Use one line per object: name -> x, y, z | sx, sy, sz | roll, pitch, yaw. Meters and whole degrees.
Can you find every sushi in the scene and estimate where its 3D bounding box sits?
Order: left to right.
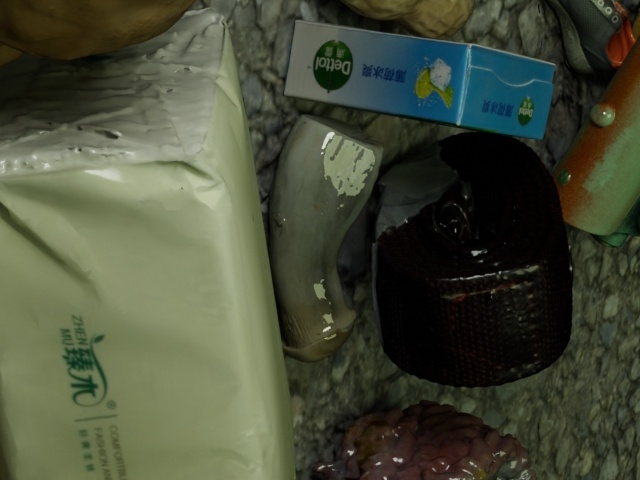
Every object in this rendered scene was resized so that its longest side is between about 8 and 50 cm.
sushi -> 0.111, 0.288, 1.899 | 0.236, 0.171, 0.270 | -52, 138, -29

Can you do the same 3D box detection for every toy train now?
toy train -> 0.344, -0.118, 2.044 | 0.177, 0.116, 0.285 | 10, 121, -42

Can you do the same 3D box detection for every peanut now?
peanut -> 0.076, -0.235, 1.757 | 0.085, 0.104, 0.228 | -45, 148, 19

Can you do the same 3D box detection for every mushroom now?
mushroom -> -0.004, 0.001, 1.742 | 0.092, 0.081, 0.223 | -1, 105, -31

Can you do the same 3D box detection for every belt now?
belt -> 0.139, 0.024, 1.798 | 0.289, 0.184, 0.164 | -85, 166, -60

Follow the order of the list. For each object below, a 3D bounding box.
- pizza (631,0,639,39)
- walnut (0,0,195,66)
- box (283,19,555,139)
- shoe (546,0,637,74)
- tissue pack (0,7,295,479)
pizza -> 0.434, -0.237, 2.213 | 0.229, 0.081, 0.289 | 47, 67, -38
walnut -> -0.196, -0.279, 1.190 | 0.383, 0.383, 0.384 | -19, 115, -47
box -> 0.087, -0.142, 1.718 | 0.139, 0.194, 0.073 | 3, 98, -51
shoe -> 0.281, -0.251, 2.023 | 0.074, 0.077, 0.194 | -50, 135, -29
tissue pack -> -0.136, 0.055, 1.407 | 0.297, 0.207, 0.380 | -92, 175, -63
